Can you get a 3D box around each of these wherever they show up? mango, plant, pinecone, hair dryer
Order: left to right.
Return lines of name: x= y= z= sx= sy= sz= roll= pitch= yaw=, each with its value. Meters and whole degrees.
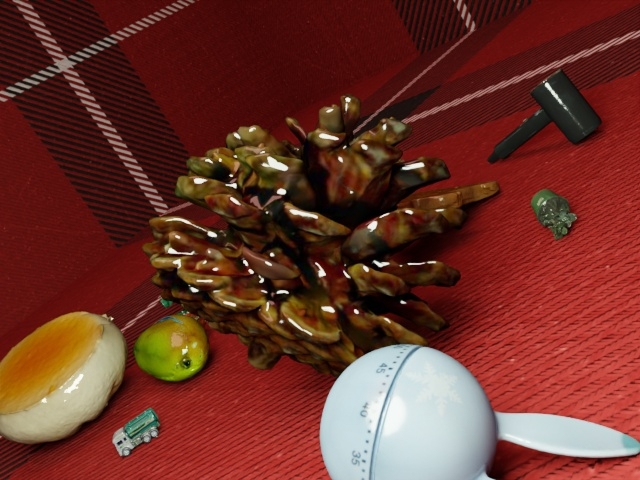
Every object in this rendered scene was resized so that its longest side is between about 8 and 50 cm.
mango: x=-0.284 y=0.202 z=1.393 sx=0.125 sy=0.111 sz=0.233 roll=-33 pitch=13 yaw=-26
pinecone: x=0.000 y=0.000 z=0.912 sx=0.398 sy=0.397 sz=0.398 roll=-29 pitch=16 yaw=9
hair dryer: x=0.411 y=-0.202 z=1.402 sx=0.070 sy=0.128 sz=0.255 roll=-35 pitch=-7 yaw=-33
plant: x=0.342 y=-0.037 z=1.065 sx=0.051 sy=0.051 sz=0.102 roll=-29 pitch=26 yaw=10

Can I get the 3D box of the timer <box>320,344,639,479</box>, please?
timer: x=0.121 y=0.196 z=0.652 sx=0.175 sy=0.255 sz=0.175 roll=-59 pitch=-10 yaw=-17

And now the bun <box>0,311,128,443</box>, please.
bun: x=-0.502 y=0.285 z=1.458 sx=0.299 sy=0.165 sz=0.299 roll=-20 pitch=34 yaw=14

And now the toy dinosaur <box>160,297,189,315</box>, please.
toy dinosaur: x=-0.306 y=0.126 z=1.725 sx=0.153 sy=0.094 sz=0.259 roll=-38 pitch=9 yaw=-20

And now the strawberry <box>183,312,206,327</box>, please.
strawberry: x=-0.292 y=0.203 z=1.533 sx=0.152 sy=0.048 sz=0.104 roll=-42 pitch=16 yaw=29

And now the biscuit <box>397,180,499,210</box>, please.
biscuit: x=0.163 y=-0.056 z=1.280 sx=0.205 sy=0.049 sz=0.324 roll=-6 pitch=5 yaw=38

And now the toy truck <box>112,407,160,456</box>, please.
toy truck: x=-0.303 y=0.315 z=1.209 sx=0.083 sy=0.044 sz=0.039 roll=-34 pitch=13 yaw=-8

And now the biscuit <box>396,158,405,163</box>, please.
biscuit: x=0.106 y=-0.137 z=1.854 sx=0.231 sy=0.025 sz=0.131 roll=-42 pitch=18 yaw=-33
